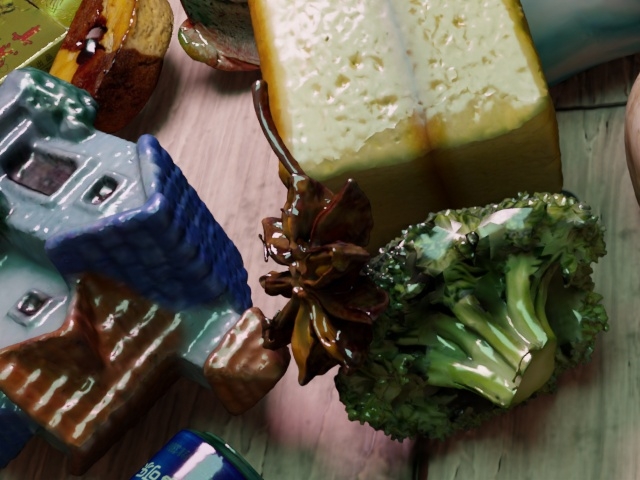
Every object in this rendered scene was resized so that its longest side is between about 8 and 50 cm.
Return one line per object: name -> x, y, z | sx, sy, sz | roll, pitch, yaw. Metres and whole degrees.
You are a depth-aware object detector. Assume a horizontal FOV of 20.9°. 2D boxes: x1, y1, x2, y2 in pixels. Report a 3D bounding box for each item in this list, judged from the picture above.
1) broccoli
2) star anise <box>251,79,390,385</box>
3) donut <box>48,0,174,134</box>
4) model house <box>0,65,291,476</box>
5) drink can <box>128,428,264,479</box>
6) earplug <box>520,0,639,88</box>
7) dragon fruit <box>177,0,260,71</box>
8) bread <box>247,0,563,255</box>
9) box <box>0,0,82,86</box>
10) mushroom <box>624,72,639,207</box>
broccoli -> 0.122, 0.064, 1.411 | 0.176, 0.198, 0.226 | 9, 47, 41
star anise -> -0.002, -0.002, 1.356 | 0.073, 0.234, 0.177 | -13, 16, -30
donut -> -0.219, -0.191, 1.813 | 0.166, 0.073, 0.184 | -11, 59, 55
model house -> -0.198, 0.060, 1.476 | 0.329, 0.252, 0.295 | 25, 62, 42
drink can -> -0.135, 0.253, 1.393 | 0.118, 0.118, 0.205 | 30, 67, 38
earplug -> 0.144, -0.181, 1.653 | 0.324, 0.185, 0.185 | -32, 46, 1
dragon fruit -> -0.037, -0.294, 1.787 | 0.295, 0.130, 0.268 | 31, 103, 28
bread -> 0.059, -0.202, 1.549 | 0.233, 0.245, 0.362 | -16, 72, 6
box -> -0.377, -0.210, 1.949 | 0.311, 0.043, 0.173 | -39, 47, -15
mushroom -> 0.361, -0.082, 1.454 | 0.195, 0.189, 0.254 | -25, 49, 2
